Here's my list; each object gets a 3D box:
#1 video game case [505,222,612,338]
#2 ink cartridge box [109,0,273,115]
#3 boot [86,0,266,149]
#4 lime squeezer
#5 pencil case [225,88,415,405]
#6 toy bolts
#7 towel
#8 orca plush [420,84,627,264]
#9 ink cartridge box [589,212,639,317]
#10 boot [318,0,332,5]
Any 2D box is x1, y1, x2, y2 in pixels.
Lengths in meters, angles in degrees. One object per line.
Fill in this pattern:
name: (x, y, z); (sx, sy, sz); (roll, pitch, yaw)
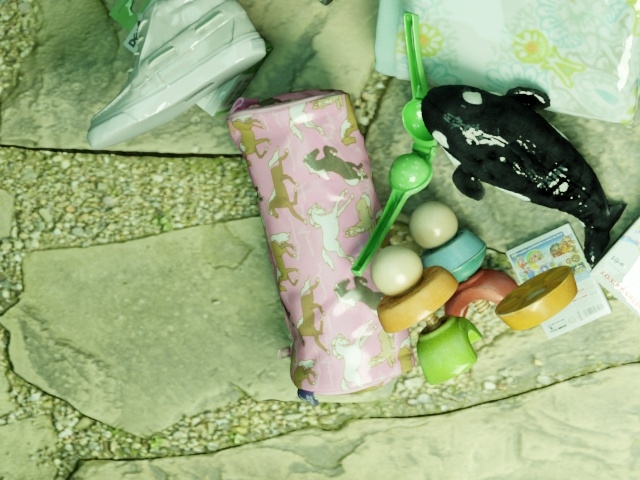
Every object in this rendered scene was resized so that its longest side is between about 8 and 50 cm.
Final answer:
video game case: (0.293, 0.050, 1.799); (0.087, 0.011, 0.122); (-26, 92, 21)
ink cartridge box: (-0.176, -0.265, 1.864); (0.209, 0.062, 0.109); (40, 109, 8)
boot: (-0.199, -0.221, 1.806); (0.258, 0.095, 0.123); (-30, 85, 13)
lime squeezer: (0.105, -0.107, 1.730); (0.059, 0.110, 0.310); (14, 97, 17)
pencil case: (0.000, 0.000, 1.809); (0.167, 0.160, 0.386); (-13, 96, -6)
toy bolts: (0.172, 0.029, 1.721); (0.218, 0.228, 0.158); (-30, 100, 15)
towel: (0.236, -0.337, 1.677); (0.321, 0.090, 0.374); (15, 116, 17)
orca plush: (0.237, -0.071, 1.692); (0.151, 0.102, 0.287); (-36, 111, 15)
ink cartridge box: (0.393, 0.021, 1.740); (0.088, 0.052, 0.122); (41, 110, 5)
boot: (-0.026, -0.416, 1.749); (0.179, 0.085, 0.236); (31, 133, 13)
